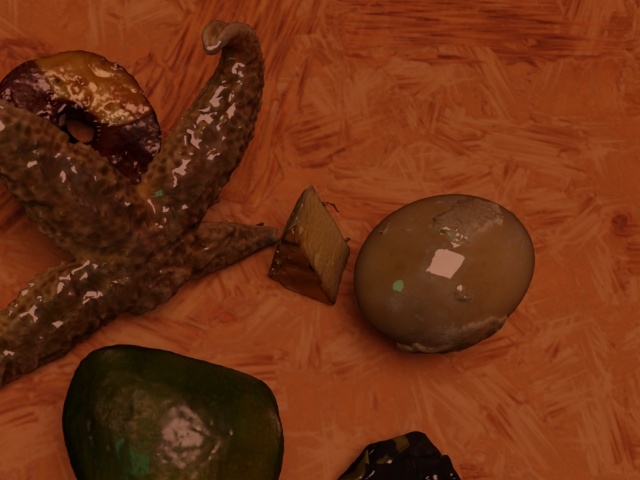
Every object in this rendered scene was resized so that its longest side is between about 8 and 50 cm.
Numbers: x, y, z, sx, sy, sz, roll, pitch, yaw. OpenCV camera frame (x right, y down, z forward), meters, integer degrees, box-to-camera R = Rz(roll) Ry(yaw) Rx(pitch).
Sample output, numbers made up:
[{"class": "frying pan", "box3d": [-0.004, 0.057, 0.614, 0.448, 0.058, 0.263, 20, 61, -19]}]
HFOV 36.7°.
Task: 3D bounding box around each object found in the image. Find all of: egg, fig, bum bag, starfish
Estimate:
[{"class": "egg", "box3d": [0.129, 0.033, 0.994, 0.201, 0.164, 0.164, -20, 74, -26]}, {"class": "fig", "box3d": [-0.135, 0.217, 0.831, 0.203, 0.203, 0.235, 12, 70, -10]}, {"class": "bum bag", "box3d": [0.125, 0.287, 0.940, 0.106, 0.060, 0.232, -41, 80, -16]}, {"class": "starfish", "box3d": [-0.217, -0.029, 0.892, 0.432, 0.082, 0.324, -22, 119, -24]}]

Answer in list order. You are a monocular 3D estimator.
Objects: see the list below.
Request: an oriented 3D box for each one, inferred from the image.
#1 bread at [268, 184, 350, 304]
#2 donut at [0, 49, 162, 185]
[{"class": "bread", "box3d": [0.000, 0.000, 1.003, 0.080, 0.109, 0.084, 21, 60, -2]}, {"class": "donut", "box3d": [-0.250, -0.102, 0.994, 0.166, 0.073, 0.184, -33, 81, -23]}]
